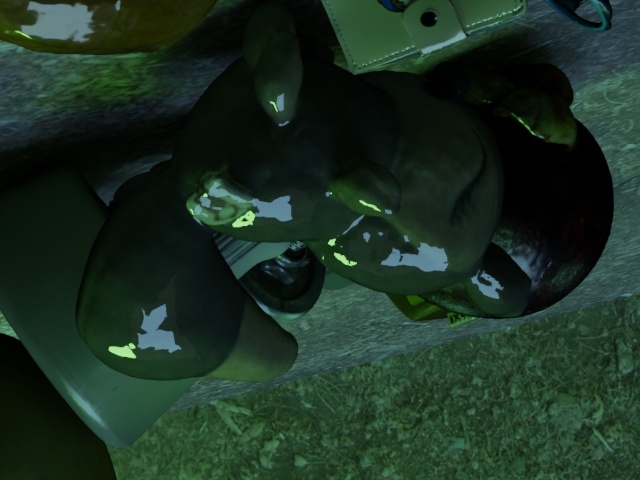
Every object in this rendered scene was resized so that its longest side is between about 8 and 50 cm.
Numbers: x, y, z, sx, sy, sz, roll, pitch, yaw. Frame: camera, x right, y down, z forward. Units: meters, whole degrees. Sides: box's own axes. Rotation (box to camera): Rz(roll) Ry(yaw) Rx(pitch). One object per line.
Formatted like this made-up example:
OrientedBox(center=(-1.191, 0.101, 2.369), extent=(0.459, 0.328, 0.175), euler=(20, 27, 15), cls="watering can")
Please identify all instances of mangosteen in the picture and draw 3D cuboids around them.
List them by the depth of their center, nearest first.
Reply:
OrientedBox(center=(0.180, -0.057, 1.828), extent=(0.288, 0.288, 0.288), euler=(-15, 168, -3), cls="mangosteen")

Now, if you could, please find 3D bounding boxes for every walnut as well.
OrientedBox(center=(-0.152, -0.183, 1.118), extent=(0.137, 0.137, 0.245), euler=(-26, 168, 40), cls="walnut")

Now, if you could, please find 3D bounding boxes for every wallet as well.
OrientedBox(center=(0.081, -0.206, 1.380), extent=(0.155, 0.110, 0.039), euler=(-18, -159, 15), cls="wallet")

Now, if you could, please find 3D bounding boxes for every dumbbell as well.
OrientedBox(center=(-0.160, 0.057, 2.057), extent=(0.406, 0.179, 0.179), euler=(-25, 165, 38), cls="dumbbell")

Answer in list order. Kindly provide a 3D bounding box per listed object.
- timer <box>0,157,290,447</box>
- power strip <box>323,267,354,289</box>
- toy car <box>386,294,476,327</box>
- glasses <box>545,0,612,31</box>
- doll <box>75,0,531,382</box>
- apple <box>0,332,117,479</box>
OrientedBox(center=(-0.159, 0.005, 1.734), extent=(0.315, 0.290, 0.291), euler=(-36, 169, -4), cls="timer")
OrientedBox(center=(-0.017, 0.028, 2.388), extent=(0.194, 0.059, 0.265), euler=(-24, 166, 18), cls="power strip")
OrientedBox(center=(0.168, 0.010, 2.216), extent=(0.204, 0.198, 0.248), euler=(-2, 161, -46), cls="toy car")
OrientedBox(center=(0.272, -0.252, 1.394), extent=(0.207, 0.102, 0.239), euler=(-15, 168, -3), cls="glasses")
OrientedBox(center=(-0.011, -0.024, 1.574), extent=(0.379, 0.252, 0.382), euler=(-36, 136, 28), cls="doll")
OrientedBox(center=(-0.412, 0.315, 1.749), extent=(0.474, 0.473, 0.473), euler=(-15, 168, -3), cls="apple")
